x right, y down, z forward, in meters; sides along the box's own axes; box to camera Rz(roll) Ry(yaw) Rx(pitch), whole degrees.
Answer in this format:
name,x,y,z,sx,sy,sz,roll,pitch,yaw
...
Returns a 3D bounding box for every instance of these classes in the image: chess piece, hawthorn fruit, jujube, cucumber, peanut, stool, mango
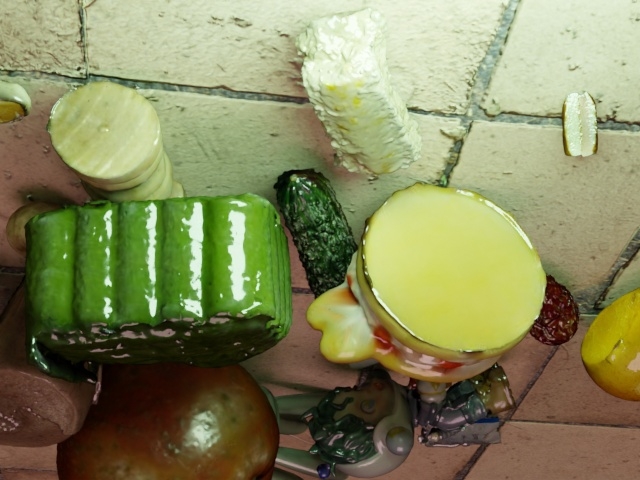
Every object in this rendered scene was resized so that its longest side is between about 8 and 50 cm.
name,x,y,z,sx,sy,sz,roll,pitch,yaw
chess piece,-0.256,-0.086,1.353,0.137,0.137,0.301,1,161,0
hawthorn fruit,-0.246,0.385,1.823,0.402,0.403,0.403,1,149,0
jujube,0.360,0.106,1.651,0.104,0.104,0.166,-13,144,22
cucumber,0.000,0.000,1.496,0.096,0.096,0.359,-7,145,12
peanut,-0.373,0.020,1.524,0.085,0.104,0.228,-7,150,27
stool,-0.069,0.396,2.056,0.198,0.195,0.195,14,147,-31
mango,0.556,0.154,1.680,0.191,0.160,0.290,15,137,-11

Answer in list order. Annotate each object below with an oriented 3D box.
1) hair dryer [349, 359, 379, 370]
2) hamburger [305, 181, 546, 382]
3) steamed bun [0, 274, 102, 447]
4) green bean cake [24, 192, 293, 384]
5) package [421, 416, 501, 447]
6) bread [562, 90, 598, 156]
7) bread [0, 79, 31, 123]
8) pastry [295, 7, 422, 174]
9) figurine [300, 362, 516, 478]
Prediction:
name,x,y,z,sx,sy,sz,roll,pitch,yaw
hair dryer,0.067,0.161,1.812,0.155,0.044,0.183,-28,133,37
hamburger,0.143,0.080,1.439,0.302,0.261,0.186,-23,160,-30
steamed bun,-0.441,0.200,1.656,0.199,0.252,0.301,29,139,-16
green bean cake,-0.198,0.070,1.358,0.319,0.218,0.335,-6,171,8
package,0.302,0.412,2.223,0.171,0.027,0.173,-2,148,10
bread,0.326,-0.132,1.297,0.043,0.062,0.109,-4,145,10
bread,-0.459,-0.176,1.251,0.214,0.053,0.073,1,153,-6
pastry,0.051,-0.166,1.229,0.121,0.089,0.258,-17,150,4
figurine,0.152,0.307,1.866,0.381,0.186,0.261,-21,-175,1
